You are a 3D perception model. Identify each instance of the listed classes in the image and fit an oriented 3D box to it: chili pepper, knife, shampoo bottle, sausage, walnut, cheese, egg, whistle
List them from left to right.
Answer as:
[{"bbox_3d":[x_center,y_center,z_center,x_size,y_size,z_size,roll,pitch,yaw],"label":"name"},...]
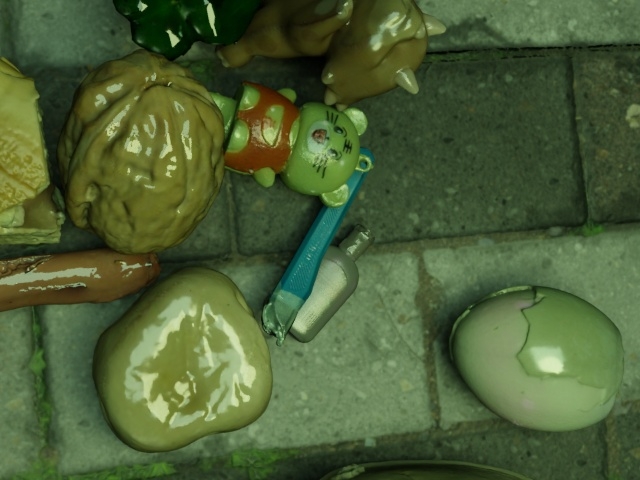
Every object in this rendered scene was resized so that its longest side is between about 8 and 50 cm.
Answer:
[{"bbox_3d":[-0.339,0.053,1.300,0.304,0.078,0.078,-10,90,-14],"label":"sausage"},{"bbox_3d":[-0.202,-0.092,1.246,0.198,0.245,0.198,16,41,-14],"label":"walnut"},{"bbox_3d":[-0.157,0.149,1.322,0.218,0.117,0.235,24,85,-14],"label":"cheese"},{"bbox_3d":[-0.151,-0.328,1.292,0.174,0.165,0.261,41,35,-28],"label":"chili pepper"},{"bbox_3d":[-0.068,-0.133,1.363,0.289,0.106,0.131,17,80,-14],"label":"whistle"},{"bbox_3d":[-0.001,0.001,1.389,0.044,0.026,0.296,30,65,-2],"label":"knife"},{"bbox_3d":[0.005,0.048,1.408,0.080,0.040,0.165,42,77,-2],"label":"shampoo bottle"},{"bbox_3d":[0.267,0.147,1.403,0.217,0.183,0.183,12,84,-4],"label":"egg"}]

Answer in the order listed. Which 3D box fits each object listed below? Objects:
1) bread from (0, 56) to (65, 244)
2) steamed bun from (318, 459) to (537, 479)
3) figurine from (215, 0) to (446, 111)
[{"bbox_3d":[-0.402,-0.099,1.234,0.224,0.183,0.211,-5,87,-18],"label":"bread"},{"bbox_3d":[0.106,0.388,1.325,0.384,0.236,0.247,-3,98,-9],"label":"steamed bun"},{"bbox_3d":[0.023,-0.247,1.344,0.173,0.247,0.177,45,43,-41],"label":"figurine"}]
